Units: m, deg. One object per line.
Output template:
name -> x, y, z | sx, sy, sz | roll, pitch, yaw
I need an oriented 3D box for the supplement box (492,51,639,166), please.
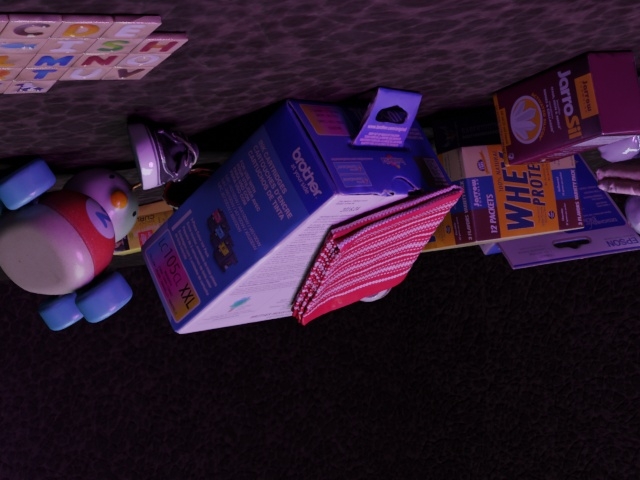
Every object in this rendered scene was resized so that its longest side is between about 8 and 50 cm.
supplement box -> 0.317, -0.166, 1.227 | 0.081, 0.104, 0.188 | -7, 175, -29

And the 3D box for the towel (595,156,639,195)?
towel -> 0.593, -0.100, 1.283 | 0.332, 0.053, 0.317 | -7, -173, -10

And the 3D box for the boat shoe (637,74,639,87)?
boat shoe -> 0.481, -0.204, 1.342 | 0.070, 0.077, 0.219 | -7, -176, -20

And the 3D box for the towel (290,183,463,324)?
towel -> 0.071, 0.024, 1.293 | 0.199, 0.031, 0.275 | -21, 161, -22

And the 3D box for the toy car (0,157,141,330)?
toy car -> -0.319, -0.035, 1.322 | 0.210, 0.219, 0.238 | -15, -157, 48

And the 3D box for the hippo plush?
hippo plush -> 0.682, -0.123, 1.788 | 0.234, 0.236, 0.294 | -8, 176, -18

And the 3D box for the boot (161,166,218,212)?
boot -> -0.140, -0.080, 1.569 | 0.236, 0.085, 0.178 | -11, 173, 0

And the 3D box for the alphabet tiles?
alphabet tiles -> -0.240, -0.150, 0.785 | 0.237, 0.009, 0.198 | -7, 175, -32

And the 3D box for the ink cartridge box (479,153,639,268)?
ink cartridge box -> 0.438, -0.058, 1.898 | 0.304, 0.307, 0.072 | -7, 141, -18

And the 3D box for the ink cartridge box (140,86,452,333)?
ink cartridge box -> -0.011, -0.045, 1.265 | 0.395, 0.151, 0.270 | -38, 160, 33

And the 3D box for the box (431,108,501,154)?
box -> 0.273, -0.164, 1.496 | 0.183, 0.059, 0.233 | -10, 177, 10

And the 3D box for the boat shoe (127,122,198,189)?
boat shoe -> -0.185, -0.102, 1.157 | 0.076, 0.080, 0.228 | -15, 178, -6

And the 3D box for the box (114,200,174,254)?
box -> -0.320, -0.029, 1.863 | 0.232, 0.087, 0.058 | -10, 176, 27

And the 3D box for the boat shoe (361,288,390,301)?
boat shoe -> 0.000, 0.000, 1.700 | 0.113, 0.302, 0.103 | -50, 173, 5

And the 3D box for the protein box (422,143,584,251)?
protein box -> 0.244, -0.064, 1.426 | 0.201, 0.136, 0.200 | -7, 177, -28
